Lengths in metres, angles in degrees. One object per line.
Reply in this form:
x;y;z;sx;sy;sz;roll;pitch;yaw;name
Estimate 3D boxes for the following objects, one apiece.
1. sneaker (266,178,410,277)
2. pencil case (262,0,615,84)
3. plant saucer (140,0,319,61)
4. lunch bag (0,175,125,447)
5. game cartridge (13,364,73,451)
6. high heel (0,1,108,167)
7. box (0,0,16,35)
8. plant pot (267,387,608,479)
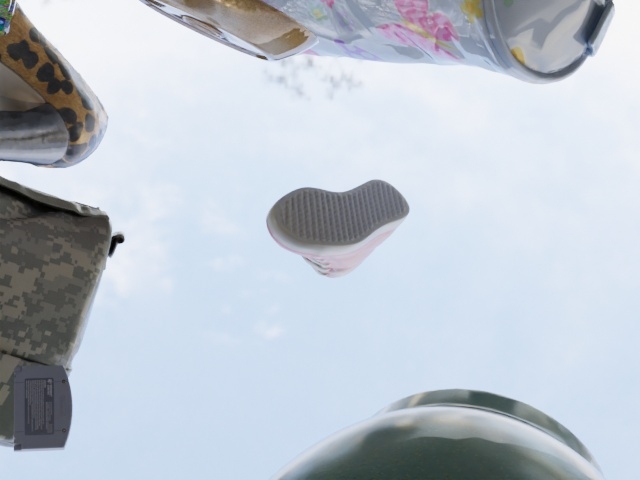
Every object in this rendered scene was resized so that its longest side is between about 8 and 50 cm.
0.000;0.000;0.883;0.134;0.070;0.051;-15;-116;-53;sneaker
0.050;-0.161;0.831;0.273;0.124;0.113;14;-121;50;pencil case
-0.041;-0.086;0.498;0.083;0.083;0.015;25;-89;13;plant saucer
-0.383;0.044;1.380;0.305;0.256;0.212;22;-172;-23;lunch bag
-0.264;0.160;1.269;0.056;0.017;0.083;-1;-114;-7;game cartridge
-0.249;-0.176;0.986;0.186;0.093;0.261;-5;-102;-60;high heel
-0.264;-0.229;0.624;0.279;0.290;0.177;11;-93;-16;box
0.075;0.210;0.777;0.293;0.293;0.196;17;-145;6;plant pot
